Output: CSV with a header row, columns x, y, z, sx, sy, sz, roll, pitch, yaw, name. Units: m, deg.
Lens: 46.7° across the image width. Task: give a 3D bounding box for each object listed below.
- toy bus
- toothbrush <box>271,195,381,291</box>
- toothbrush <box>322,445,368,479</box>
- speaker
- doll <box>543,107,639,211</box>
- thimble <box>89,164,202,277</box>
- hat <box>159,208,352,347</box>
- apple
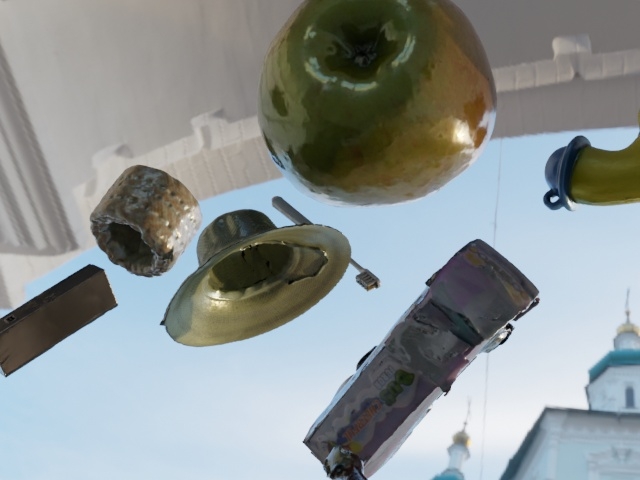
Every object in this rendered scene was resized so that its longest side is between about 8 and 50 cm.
x,y,z,sx,sy,sz,roll,pitch,yaw,name
0.098,0.143,0.819,0.112,0.138,0.317,42,-52,14,toy bus
0.002,-0.001,1.410,0.342,0.030,0.025,42,-35,42,toothbrush
0.036,0.135,0.316,0.040,0.364,0.041,0,-94,-6,toothbrush
-0.445,0.129,1.224,0.044,0.218,0.082,19,-47,39,speaker
0.494,-0.130,1.069,0.363,0.199,0.145,-26,-48,18,doll
-0.355,-0.033,1.494,0.196,0.148,0.229,41,-36,-16,thimble
-0.096,0.022,0.931,0.252,0.252,0.110,-51,-126,35,hat
0.069,-0.212,1.041,0.338,0.305,0.339,-5,-101,23,apple
